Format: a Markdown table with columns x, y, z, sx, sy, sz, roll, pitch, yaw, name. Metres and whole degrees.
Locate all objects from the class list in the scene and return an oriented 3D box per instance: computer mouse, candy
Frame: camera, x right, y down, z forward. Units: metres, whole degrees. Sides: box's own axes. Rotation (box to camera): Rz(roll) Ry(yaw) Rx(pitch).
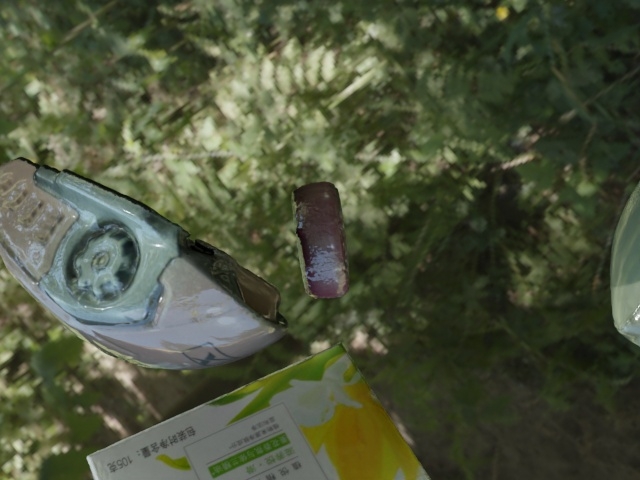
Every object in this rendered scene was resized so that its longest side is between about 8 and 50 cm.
| x | y | z | sx | sy | sz | roll | pitch | yaw | name |
| --- | --- | --- | --- | --- | --- | --- | --- | --- | --- |
| -0.189 | 0.020 | 0.930 | 0.389 | 0.115 | 0.199 | 21 | 167 | 37 | computer mouse |
| 0.000 | 0.000 | 0.982 | 0.103 | 0.043 | 0.103 | 173 | 90 | -88 | candy |

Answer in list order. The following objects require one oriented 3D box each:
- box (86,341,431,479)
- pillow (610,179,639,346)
| x | y | z | sx | sy | sz | roll | pitch | yaw | name |
| --- | --- | --- | --- | --- | --- | --- | --- | --- | --- |
| -0.047 | 0.233 | 0.995 | 0.194 | 0.260 | 0.111 | 54 | 159 | 40 | box |
| 0.394 | -0.064 | 1.123 | 0.120 | 0.255 | 0.322 | 30 | 116 | 3 | pillow |
